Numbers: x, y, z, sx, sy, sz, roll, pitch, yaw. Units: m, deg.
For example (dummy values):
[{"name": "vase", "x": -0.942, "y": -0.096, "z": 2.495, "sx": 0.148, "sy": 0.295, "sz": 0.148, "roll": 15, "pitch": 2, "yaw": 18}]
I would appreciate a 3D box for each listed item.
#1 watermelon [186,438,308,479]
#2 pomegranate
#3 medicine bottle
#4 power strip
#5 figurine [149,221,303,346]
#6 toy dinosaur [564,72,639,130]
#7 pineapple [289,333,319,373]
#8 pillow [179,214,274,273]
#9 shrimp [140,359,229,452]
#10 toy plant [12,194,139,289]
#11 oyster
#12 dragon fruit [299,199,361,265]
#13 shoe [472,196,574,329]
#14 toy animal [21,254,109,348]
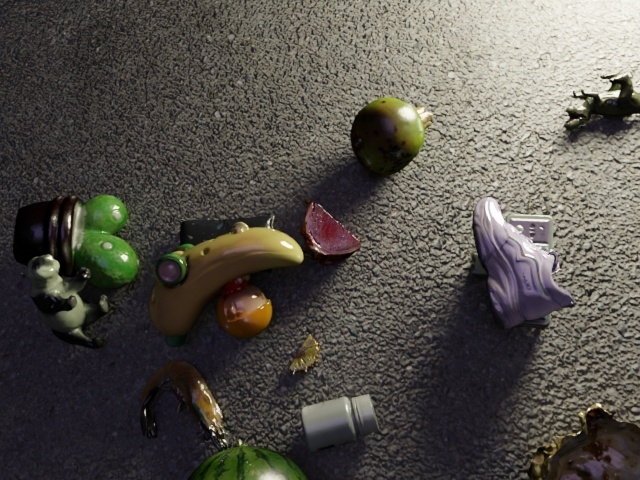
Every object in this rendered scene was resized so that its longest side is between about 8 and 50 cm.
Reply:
[{"name": "watermelon", "x": -0.118, "y": 0.459, "z": 0.818, "sx": 0.242, "sy": 0.242, "sz": 0.242, "roll": -3, "pitch": 72, "yaw": 8}, {"name": "pomegranate", "x": 0.153, "y": -0.223, "z": 1.058, "sx": 0.205, "sy": 0.159, "sz": 0.159, "roll": -31, "pitch": 68, "yaw": -29}, {"name": "medicine bottle", "x": 0.035, "y": 0.328, "z": 0.919, "sx": 0.130, "sy": 0.080, "sz": 0.080, "roll": -15, "pitch": 70, "yaw": 3}, {"name": "power strip", "x": 0.367, "y": 0.056, "z": 0.978, "sx": 0.145, "sy": 0.061, "sz": 0.215, "roll": 5, "pitch": 72, "yaw": 17}, {"name": "figurine", "x": -0.180, "y": 0.093, "z": 0.981, "sx": 0.325, "sy": 0.124, "sz": 0.222, "roll": -22, "pitch": 96, "yaw": 5}, {"name": "toy dinosaur", "x": 0.608, "y": -0.253, "z": 1.060, "sx": 0.187, "sy": 0.087, "sz": 0.179, "roll": -20, "pitch": 107, "yaw": 18}, {"name": "pineapple", "x": -0.026, "y": 0.229, "z": 0.993, "sx": 0.045, "sy": 0.019, "sz": 0.083, "roll": 30, "pitch": 76, "yaw": 19}, {"name": "pillow", "x": -0.200, "y": 0.011, "z": 1.074, "sx": 0.208, "sy": 0.055, "sz": 0.141, "roll": -4, "pitch": 65, "yaw": 5}, {"name": "shrimp", "x": -0.269, "y": 0.340, "z": 0.977, "sx": 0.152, "sy": 0.046, "sz": 0.219, "roll": -40, "pitch": 67, "yaw": -6}, {"name": "toy plant", "x": -0.507, "y": -0.001, "z": 1.071, "sx": 0.235, "sy": 0.175, "sz": 0.218, "roll": 1, "pitch": 63, "yaw": -18}, {"name": "oyster", "x": 0.412, "y": 0.431, "z": 0.803, "sx": 0.198, "sy": 0.133, "sz": 0.337, "roll": 34, "pitch": 82, "yaw": 15}, {"name": "dragon fruit", "x": 0.000, "y": 0.000, "z": 1.027, "sx": 0.147, "sy": 0.102, "sz": 0.096, "roll": 41, "pitch": 84, "yaw": 13}, {"name": "shoe", "x": 0.355, "y": 0.029, "z": 0.911, "sx": 0.138, "sy": 0.095, "sz": 0.245, "roll": -12, "pitch": 71, "yaw": 12}, {"name": "toy animal", "x": -0.508, "y": 0.119, "z": 1.007, "sx": 0.121, "sy": 0.225, "sz": 0.094, "roll": 6, "pitch": 47, "yaw": 9}]
